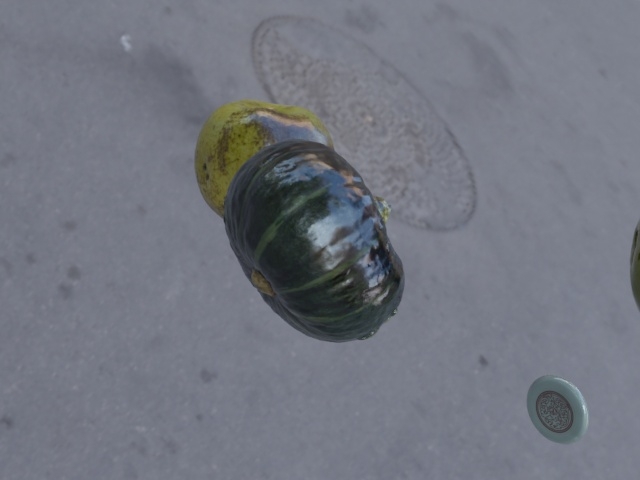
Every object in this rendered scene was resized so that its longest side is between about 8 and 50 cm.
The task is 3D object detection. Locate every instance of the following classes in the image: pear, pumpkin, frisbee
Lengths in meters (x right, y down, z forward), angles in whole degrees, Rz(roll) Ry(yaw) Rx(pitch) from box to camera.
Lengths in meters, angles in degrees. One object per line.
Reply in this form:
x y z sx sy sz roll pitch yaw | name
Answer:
-0.078 -0.095 1.449 0.197 0.197 0.197 30 34 -23 | pear
-0.003 -0.001 1.030 0.211 0.152 0.211 44 -10 10 | pumpkin
0.358 0.258 1.612 0.014 0.110 0.110 -16 65 -43 | frisbee

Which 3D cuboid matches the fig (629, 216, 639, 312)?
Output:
0.432 0.000 1.065 0.233 0.233 0.314 40 41 -8 | fig
